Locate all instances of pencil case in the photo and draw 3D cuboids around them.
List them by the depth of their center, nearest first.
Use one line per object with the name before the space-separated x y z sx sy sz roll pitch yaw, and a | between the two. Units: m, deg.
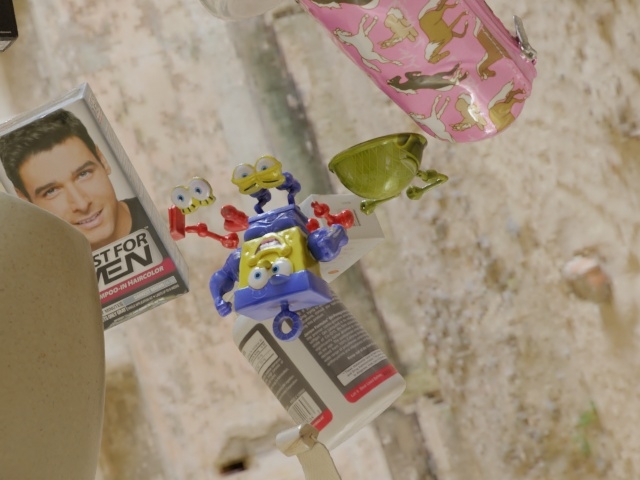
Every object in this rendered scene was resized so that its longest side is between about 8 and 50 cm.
pencil case | 0.084 -0.259 1.264 0.386 0.167 0.160 38 -171 -42

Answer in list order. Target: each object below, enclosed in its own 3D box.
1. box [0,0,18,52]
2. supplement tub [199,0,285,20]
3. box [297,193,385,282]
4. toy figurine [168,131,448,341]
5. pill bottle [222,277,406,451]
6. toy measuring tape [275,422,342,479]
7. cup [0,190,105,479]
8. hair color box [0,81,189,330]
box | -0.606 -0.390 1.947 0.077 0.180 0.147 -23 76 53
supplement tub | -0.135 -0.475 1.504 0.331 0.241 0.241 53 165 9
box | 0.000 0.000 2.003 0.170 0.130 0.091 -39 64 42
toy figurine | -0.012 0.025 1.469 0.191 0.362 0.217 43 -143 -54
pill bottle | -0.027 0.160 1.859 0.318 0.176 0.176 51 163 12
toy measuring tape | 0.013 0.321 0.980 0.121 0.121 0.330 130 117 -76
cup | -0.329 0.080 1.062 0.331 0.331 0.237 122 166 -75
hair color box | -0.381 -0.049 1.953 0.113 0.185 0.374 -107 -9 -69
